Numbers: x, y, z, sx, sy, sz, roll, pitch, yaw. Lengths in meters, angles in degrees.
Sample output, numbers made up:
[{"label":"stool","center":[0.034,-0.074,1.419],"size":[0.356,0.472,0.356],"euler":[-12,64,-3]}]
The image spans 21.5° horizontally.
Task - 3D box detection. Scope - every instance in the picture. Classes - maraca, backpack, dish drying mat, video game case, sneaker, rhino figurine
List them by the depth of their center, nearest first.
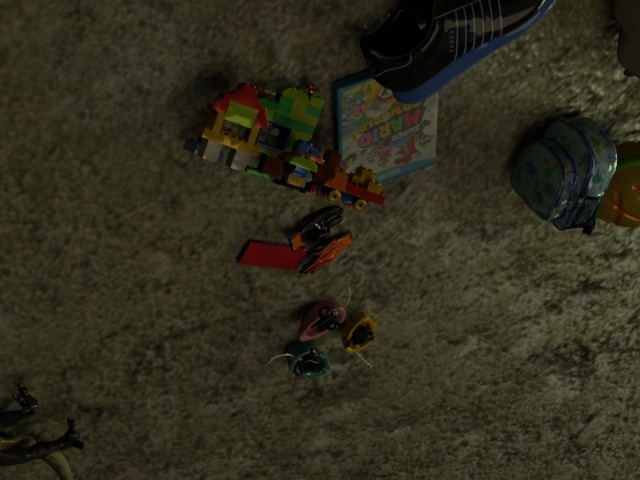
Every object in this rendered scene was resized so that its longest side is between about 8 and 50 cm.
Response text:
[{"label":"sneaker","center":[0.144,-0.232,1.665],"size":[0.232,0.081,0.090],"euler":[-40,138,6]},{"label":"video game case","center":[0.070,-0.123,1.792],"size":[0.119,0.015,0.166],"euler":[-21,142,-15]},{"label":"rhino figurine","center":[0.367,-0.234,1.833],"size":[0.106,0.073,0.243],"euler":[-32,145,-7]},{"label":"dish drying mat","center":[-0.054,0.016,1.869],"size":[0.083,0.008,0.032],"euler":[8,127,-40]},{"label":"backpack","center":[0.278,-0.079,1.919],"size":[0.084,0.105,0.114],"euler":[-2,129,-35]},{"label":"maraca","center":[0.360,-0.061,2.011],"size":[0.185,0.099,0.127],"euler":[-19,148,27]}]

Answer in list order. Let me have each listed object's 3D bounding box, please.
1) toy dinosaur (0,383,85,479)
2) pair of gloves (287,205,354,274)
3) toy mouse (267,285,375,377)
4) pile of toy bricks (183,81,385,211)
[{"label":"toy dinosaur","center":[-0.333,0.220,1.857],"size":[0.118,0.064,0.268],"euler":[-33,147,25]},{"label":"pair of gloves","center":[0.000,0.000,1.881],"size":[0.074,0.010,0.083],"euler":[-36,143,-12]},{"label":"toy mouse","center":[-0.004,0.114,1.996],"size":[0.143,0.031,0.161],"euler":[-18,141,-19]},{"label":"pile of toy bricks","center":[-0.031,-0.109,1.683],"size":[0.212,0.118,0.105],"euler":[19,93,-28]}]
